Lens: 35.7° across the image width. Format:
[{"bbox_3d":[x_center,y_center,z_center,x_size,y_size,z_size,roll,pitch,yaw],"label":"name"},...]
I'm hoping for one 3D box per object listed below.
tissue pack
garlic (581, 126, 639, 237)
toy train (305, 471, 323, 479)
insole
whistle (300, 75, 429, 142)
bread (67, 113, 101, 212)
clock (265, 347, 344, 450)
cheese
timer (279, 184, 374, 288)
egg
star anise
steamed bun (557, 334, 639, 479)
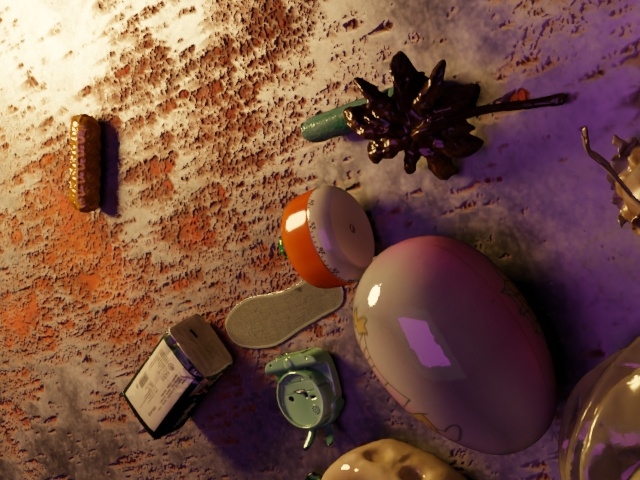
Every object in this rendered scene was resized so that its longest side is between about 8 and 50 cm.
[{"bbox_3d":[-0.215,0.204,1.489,0.103,0.090,0.170,50,126,16],"label":"tissue pack"},{"bbox_3d":[0.331,-0.059,0.965,0.207,0.257,0.207,-172,90,-76],"label":"garlic"},{"bbox_3d":[-0.025,0.400,1.413,0.099,0.070,0.172,51,126,3],"label":"toy train"},{"bbox_3d":[-0.053,0.102,1.400,0.232,0.003,0.080,-26,85,37],"label":"insole"},{"bbox_3d":[0.055,-0.161,1.237,0.186,0.039,0.039,-14,92,38],"label":"whistle"},{"bbox_3d":[-0.368,-0.120,1.552,0.052,0.044,0.157,16,110,36],"label":"bread"},{"bbox_3d":[-0.016,0.219,1.376,0.101,0.041,0.135,-20,89,38],"label":"clock"},{"bbox_3d":[0.104,0.371,1.278,0.235,0.117,0.218,41,123,20],"label":"cheese"},{"bbox_3d":[0.000,0.000,1.283,0.136,0.099,0.136,6,99,48],"label":"timer"},{"bbox_3d":[0.154,0.121,1.137,0.196,0.196,0.271,-29,91,37],"label":"egg"},{"bbox_3d":[0.133,-0.151,1.131,0.177,0.073,0.234,38,126,-23],"label":"star anise"},{"bbox_3d":[0.360,0.252,1.004,0.280,0.207,0.268,36,122,26],"label":"steamed bun"}]
